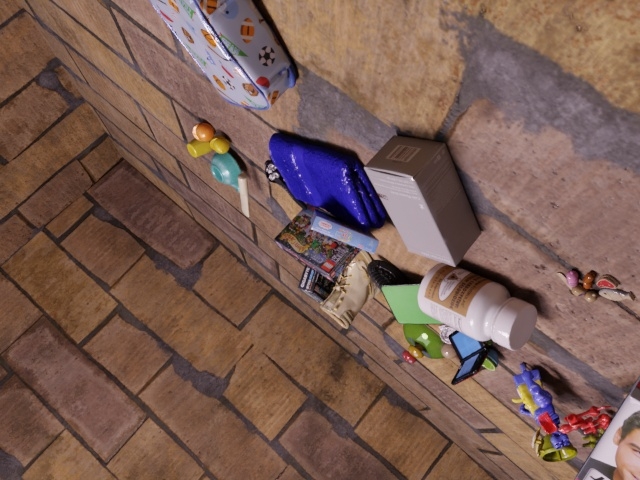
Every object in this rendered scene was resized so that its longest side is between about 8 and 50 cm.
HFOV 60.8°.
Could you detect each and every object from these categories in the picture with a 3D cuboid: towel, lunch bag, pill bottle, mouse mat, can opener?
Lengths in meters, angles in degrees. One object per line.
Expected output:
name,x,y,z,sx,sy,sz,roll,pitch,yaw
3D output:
towel,0.006,-0.140,1.336,0.308,0.076,0.227,26,158,46
lunch bag,-0.197,-0.403,1.071,0.243,0.115,0.303,28,160,48
pill bottle,0.336,0.142,1.179,0.229,0.131,0.131,25,157,46
mouse mat,0.268,0.173,1.477,0.190,0.007,0.152,-5,126,36
can opener,-0.089,-0.162,1.571,0.186,0.073,0.059,44,126,-15

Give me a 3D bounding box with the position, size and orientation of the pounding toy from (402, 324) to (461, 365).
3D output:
pounding toy,0.343,0.362,1.785,0.237,0.110,0.183,29,160,41

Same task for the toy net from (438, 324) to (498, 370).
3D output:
toy net,0.405,0.287,1.555,0.122,0.045,0.232,51,163,-29

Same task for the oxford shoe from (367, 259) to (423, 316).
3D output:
oxford shoe,0.219,0.145,1.563,0.227,0.083,0.096,42,166,1

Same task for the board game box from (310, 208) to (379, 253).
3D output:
board game box,0.055,-0.026,1.364,0.160,0.039,0.211,22,-173,-5

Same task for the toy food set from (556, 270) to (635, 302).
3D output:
toy food set,0.456,0.078,0.923,0.078,0.019,0.122,45,164,-10

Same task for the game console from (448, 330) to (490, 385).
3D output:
game console,0.383,0.307,1.477,0.085,0.124,0.144,37,150,6

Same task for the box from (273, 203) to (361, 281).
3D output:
box,0.000,0.000,1.566,0.233,0.159,0.044,30,160,36

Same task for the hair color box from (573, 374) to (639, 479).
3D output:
hair color box,0.623,0.415,1.021,0.185,0.114,0.374,32,140,32

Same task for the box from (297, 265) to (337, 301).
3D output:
box,0.007,0.095,1.693,0.051,0.175,0.220,15,168,18

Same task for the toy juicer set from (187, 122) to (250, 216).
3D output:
toy juicer set,-0.299,-0.254,1.778,0.329,0.089,0.209,49,152,7

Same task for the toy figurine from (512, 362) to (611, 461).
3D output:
toy figurine,0.581,0.406,1.374,0.362,0.191,0.217,50,-165,-49

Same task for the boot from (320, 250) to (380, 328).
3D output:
boot,0.069,0.123,1.640,0.095,0.203,0.262,23,155,51

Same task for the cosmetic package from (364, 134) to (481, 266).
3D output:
cosmetic package,0.194,-0.071,1.013,0.127,0.107,0.238,20,150,48
